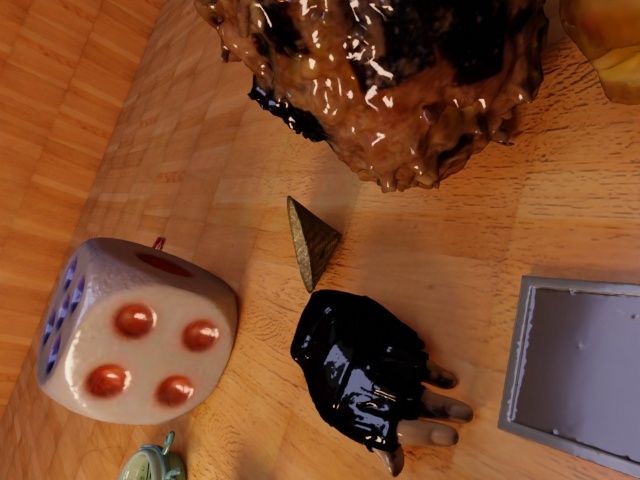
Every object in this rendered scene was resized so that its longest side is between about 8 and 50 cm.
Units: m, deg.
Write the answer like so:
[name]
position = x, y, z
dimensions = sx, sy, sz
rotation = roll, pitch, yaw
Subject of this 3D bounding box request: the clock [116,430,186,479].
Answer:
[clock]
position = -0.287, 0.433, 0.768
dimensions = 0.210, 0.066, 0.159
rotation = -56, 38, 14

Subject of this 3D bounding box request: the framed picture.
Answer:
[framed picture]
position = 0.234, 0.101, 0.342
dimensions = 0.183, 0.011, 0.141
rotation = 0, 72, 51

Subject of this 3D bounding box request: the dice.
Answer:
[dice]
position = -0.325, 0.155, 0.801
dimensions = 0.243, 0.259, 0.251
rotation = 29, 96, 55

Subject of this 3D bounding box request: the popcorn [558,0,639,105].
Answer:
[popcorn]
position = 0.273, -0.241, 0.256
dimensions = 0.264, 0.225, 0.332
rotation = 61, 147, 31

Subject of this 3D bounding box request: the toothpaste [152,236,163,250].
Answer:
[toothpaste]
position = -0.464, 0.079, 1.204
dimensions = 0.048, 0.031, 0.190
rotation = 2, 70, 55

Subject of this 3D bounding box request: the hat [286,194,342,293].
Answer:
[hat]
position = 0.000, 0.000, 0.648
dimensions = 0.146, 0.067, 0.145
rotation = 168, 90, -80

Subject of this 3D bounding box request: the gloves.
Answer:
[gloves]
position = 0.056, 0.144, 0.466
dimensions = 0.203, 0.124, 0.164
rotation = 13, 100, 61

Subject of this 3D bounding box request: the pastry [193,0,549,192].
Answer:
[pastry]
position = 0.058, -0.222, 0.449
dimensions = 0.292, 0.405, 0.337
rotation = -38, 73, 10
